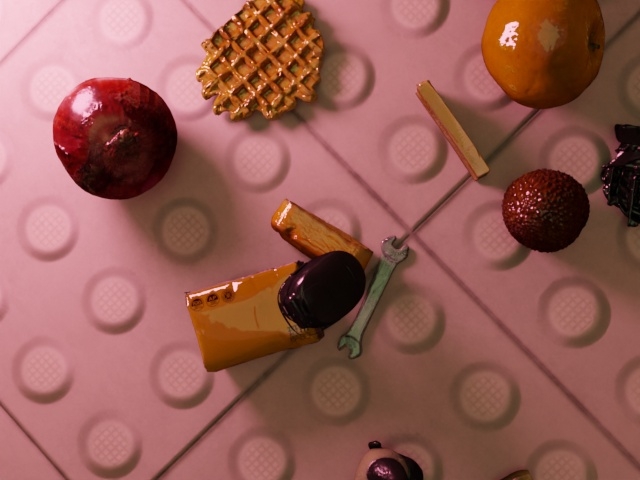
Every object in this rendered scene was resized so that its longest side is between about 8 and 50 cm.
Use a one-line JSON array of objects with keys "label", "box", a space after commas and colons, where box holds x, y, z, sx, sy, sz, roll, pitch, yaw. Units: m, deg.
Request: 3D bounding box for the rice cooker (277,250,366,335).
[{"label": "rice cooker", "box": [0.000, 0.107, 1.515, 0.203, 0.118, 0.142, -33, 99, -24]}]

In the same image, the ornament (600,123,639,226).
[{"label": "ornament", "box": [0.743, -0.117, 1.586, 0.251, 0.106, 0.261, 12, 98, 13]}]

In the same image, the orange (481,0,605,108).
[{"label": "orange", "box": [0.472, -0.421, 1.536, 0.235, 0.279, 0.279, 9, 89, 35]}]

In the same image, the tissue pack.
[{"label": "tissue pack", "box": [-0.146, 0.169, 1.630, 0.270, 0.134, 0.192, -17, 88, 5]}]

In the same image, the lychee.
[{"label": "lychee", "box": [0.486, -0.064, 1.562, 0.194, 0.194, 0.195, 0, 88, 5]}]

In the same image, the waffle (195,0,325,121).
[{"label": "waffle", "box": [-0.144, -0.429, 1.689, 0.311, 0.060, 0.308, -10, 86, 3]}]

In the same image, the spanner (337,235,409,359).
[{"label": "spanner", "box": [0.119, 0.130, 1.666, 0.071, 0.017, 0.302, 26, 90, 6]}]

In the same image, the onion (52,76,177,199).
[{"label": "onion", "box": [-0.455, -0.227, 1.615, 0.276, 0.276, 0.277, 0, 88, 5]}]

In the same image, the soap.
[{"label": "soap", "box": [0.295, -0.248, 1.625, 0.037, 0.092, 0.252, -33, 86, 5]}]

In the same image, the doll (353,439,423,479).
[{"label": "doll", "box": [0.128, 0.572, 1.598, 0.135, 0.143, 0.234, 21, 91, 29]}]

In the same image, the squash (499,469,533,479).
[{"label": "squash", "box": [0.373, 0.584, 1.603, 0.228, 0.066, 0.066, -32, 86, 3]}]

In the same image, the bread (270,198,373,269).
[{"label": "bread", "box": [0.000, 0.000, 1.640, 0.245, 0.102, 0.094, 32, 89, 4]}]
